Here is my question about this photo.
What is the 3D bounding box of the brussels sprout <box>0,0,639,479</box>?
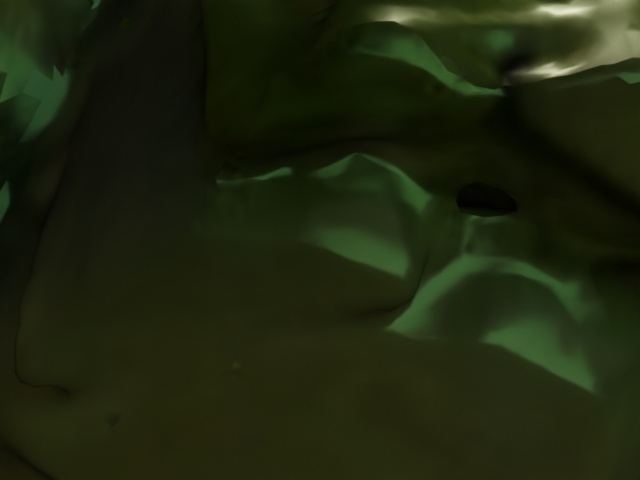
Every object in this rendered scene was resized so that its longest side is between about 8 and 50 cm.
[{"bbox_3d":[0.001,0.000,0.584,0.426,0.342,0.361,-2,24,2],"label":"brussels sprout"}]
